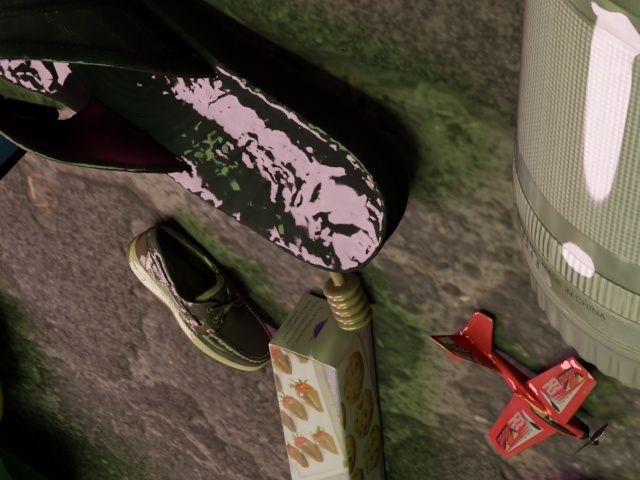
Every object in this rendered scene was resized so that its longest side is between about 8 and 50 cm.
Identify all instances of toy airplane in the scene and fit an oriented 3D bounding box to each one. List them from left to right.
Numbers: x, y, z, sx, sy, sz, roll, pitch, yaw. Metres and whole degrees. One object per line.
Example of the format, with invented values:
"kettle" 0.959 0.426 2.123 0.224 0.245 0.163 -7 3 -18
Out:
"toy airplane" 0.148 0.109 1.159 0.151 0.028 0.151 22 141 19

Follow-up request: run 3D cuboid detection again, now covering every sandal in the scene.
"sandal" -0.148 -0.110 1.077 0.446 0.107 0.167 29 139 16

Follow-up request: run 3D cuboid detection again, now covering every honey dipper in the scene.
"honey dipper" 0.000 0.000 1.157 0.030 0.030 0.160 4 133 37

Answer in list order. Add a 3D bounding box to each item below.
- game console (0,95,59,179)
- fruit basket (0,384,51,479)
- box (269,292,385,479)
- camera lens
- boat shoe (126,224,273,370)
"game console" -0.288 -0.093 1.209 0.107 0.122 0.071 49 142 -16
"fruit basket" -0.436 0.200 1.622 0.392 0.283 0.392 1 98 9
"box" 0.013 0.178 1.321 0.063 0.067 0.324 19 141 23
"camera lens" 0.204 -0.078 0.731 0.219 0.219 0.274 21 142 20
"boat shoe" -0.095 0.048 1.268 0.152 0.056 0.049 41 150 -7
